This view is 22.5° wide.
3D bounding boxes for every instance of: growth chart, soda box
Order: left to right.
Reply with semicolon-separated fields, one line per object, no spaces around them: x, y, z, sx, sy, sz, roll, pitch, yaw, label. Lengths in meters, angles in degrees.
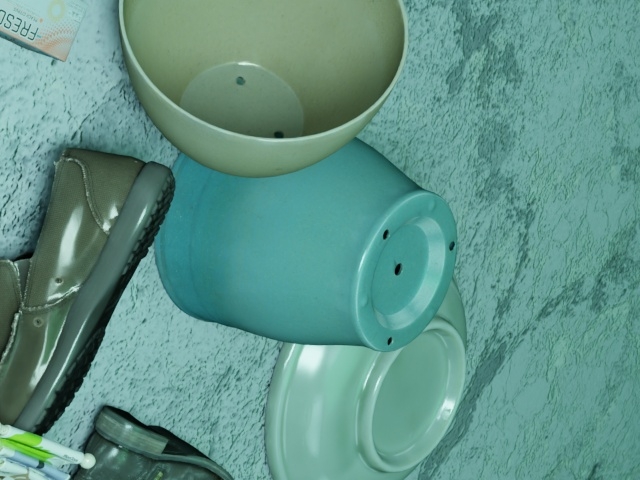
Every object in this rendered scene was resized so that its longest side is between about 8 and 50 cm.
-0.334;0.254;1.576;0.237;0.021;0.172;-38;143;22;growth chart
-0.298;-0.224;1.466;0.183;0.058;0.063;23;88;-54;soda box

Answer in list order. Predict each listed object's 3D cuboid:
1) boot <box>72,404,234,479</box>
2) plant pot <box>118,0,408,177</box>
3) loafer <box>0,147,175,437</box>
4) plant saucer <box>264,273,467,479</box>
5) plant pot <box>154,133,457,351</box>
-0.229;0.316;1.806;0.263;0.091;0.229;36;83;-49;boot
-0.068;-0.174;1.645;0.284;0.284;0.191;-48;169;-27;plant pot
-0.277;0.065;1.604;0.366;0.130;0.134;-61;177;3;loafer
0.093;0.191;2.132;0.400;0.100;0.400;-26;125;-44;plant saucer
0.000;0.000;1.789;0.272;0.255;0.271;-26;126;-43;plant pot
